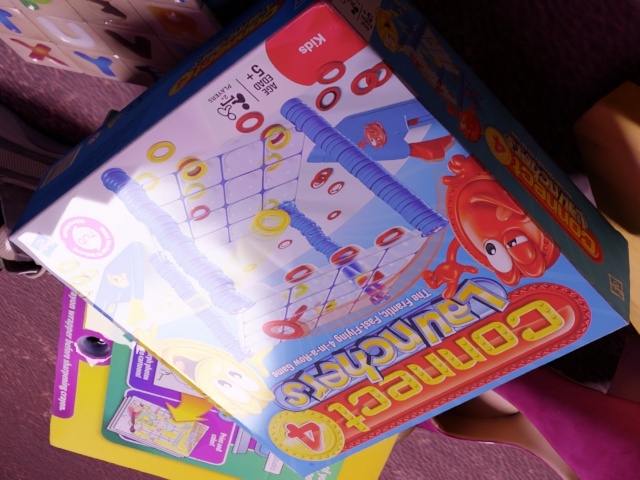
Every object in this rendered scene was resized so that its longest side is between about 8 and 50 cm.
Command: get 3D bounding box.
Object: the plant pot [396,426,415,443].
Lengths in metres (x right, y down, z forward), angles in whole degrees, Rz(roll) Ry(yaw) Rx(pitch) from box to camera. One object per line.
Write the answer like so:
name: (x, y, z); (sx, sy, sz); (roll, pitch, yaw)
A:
plant pot: (-0.007, 0.170, 1.298); (0.236, 0.032, 0.236); (20, 147, 14)

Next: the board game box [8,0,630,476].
board game box: (0.000, 0.000, 0.806); (0.308, 0.086, 0.302); (-32, 117, 32)

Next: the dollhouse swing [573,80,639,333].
dollhouse swing: (0.385, 0.014, 0.739); (0.315, 0.305, 0.347); (-26, 131, 4)

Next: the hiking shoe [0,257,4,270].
hiking shoe: (-0.401, 0.022, 1.321); (0.114, 0.086, 0.227); (19, 137, -5)

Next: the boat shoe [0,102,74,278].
boat shoe: (-0.267, -0.022, 1.130); (0.355, 0.130, 0.132); (25, 149, 6)

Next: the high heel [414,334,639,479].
high heel: (0.162, 0.176, 1.029); (0.377, 0.181, 0.127); (-14, 129, 48)

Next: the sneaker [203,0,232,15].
sneaker: (-0.144, -0.193, 0.828); (0.240, 0.091, 0.126); (7, 152, 44)

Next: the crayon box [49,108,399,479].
crayon box: (-0.067, 0.088, 1.035); (0.313, 0.106, 0.363); (16, 135, -3)

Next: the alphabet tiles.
alphabet tiles: (-0.205, -0.180, 0.778); (0.285, 0.011, 0.342); (14, 168, 18)

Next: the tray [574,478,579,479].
tray: (0.279, 0.280, 1.141); (0.030, 0.145, 0.270); (58, 163, 31)
